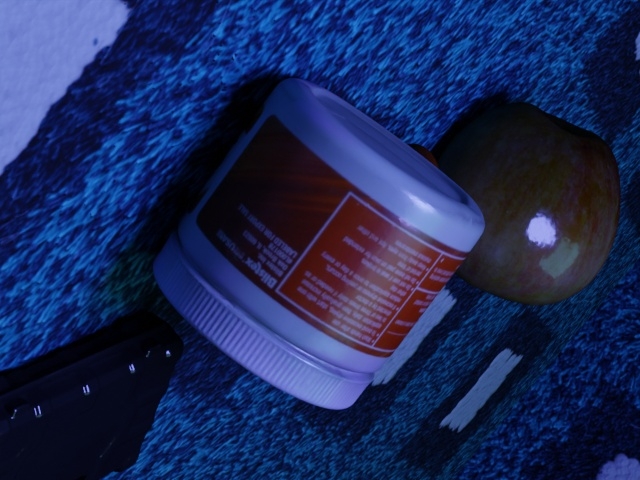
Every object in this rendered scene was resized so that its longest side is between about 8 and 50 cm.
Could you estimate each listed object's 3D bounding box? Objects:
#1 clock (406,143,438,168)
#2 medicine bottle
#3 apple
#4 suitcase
[{"bbox_3d":[0.092,-0.015,1.772,0.205,0.051,0.205,-169,-90,-79],"label":"clock"},{"bbox_3d":[0.000,0.000,1.475,0.241,0.252,0.252,-54,159,10],"label":"medicine bottle"},{"bbox_3d":[0.264,-0.049,1.919,0.257,0.257,0.234,-4,126,-62],"label":"apple"},{"bbox_3d":[-0.275,0.196,1.519,0.285,0.066,0.206,-23,147,-49],"label":"suitcase"}]
